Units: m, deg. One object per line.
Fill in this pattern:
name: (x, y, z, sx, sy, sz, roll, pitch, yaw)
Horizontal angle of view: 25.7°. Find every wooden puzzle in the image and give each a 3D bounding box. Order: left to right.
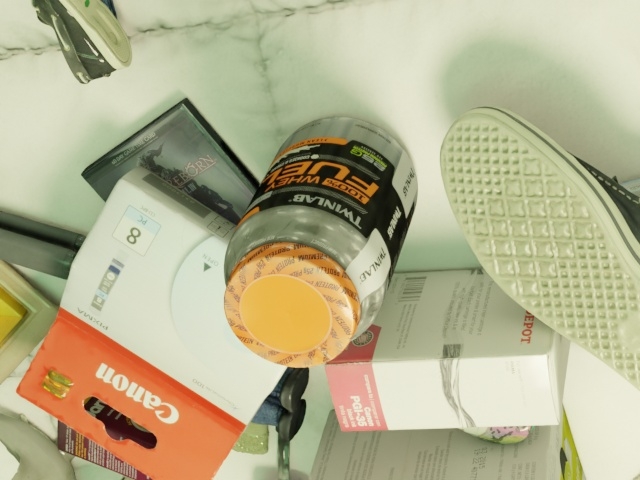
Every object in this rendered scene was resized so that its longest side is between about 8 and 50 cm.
wooden puzzle: (-0.521, 0.097, 2.046, 0.238, 0.044, 0.221, 39, 123, -11)

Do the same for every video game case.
video game case: (-0.162, -0.036, 1.876, 0.196, 0.026, 0.274, -31, 110, 29)

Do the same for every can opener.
can opener: (-0.355, 0.033, 1.941, 0.280, 0.074, 0.093, 20, 125, 3)

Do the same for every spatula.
spatula: (-0.054, 0.302, 2.052, 0.084, 0.030, 0.296, -1, 119, -7)

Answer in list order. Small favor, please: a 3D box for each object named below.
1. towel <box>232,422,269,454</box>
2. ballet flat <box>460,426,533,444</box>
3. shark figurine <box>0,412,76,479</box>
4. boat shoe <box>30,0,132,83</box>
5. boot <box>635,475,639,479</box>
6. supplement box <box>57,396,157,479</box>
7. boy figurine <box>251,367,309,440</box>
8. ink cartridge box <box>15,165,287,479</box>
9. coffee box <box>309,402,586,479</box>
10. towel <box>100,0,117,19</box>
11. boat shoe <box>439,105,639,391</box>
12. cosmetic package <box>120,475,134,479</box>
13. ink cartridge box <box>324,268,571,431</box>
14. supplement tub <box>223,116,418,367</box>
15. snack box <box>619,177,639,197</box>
towel: (-0.145, 0.262, 2.058, 0.148, 0.027, 0.110, 11, 124, 9)
ballet flat: (0.180, 0.209, 1.837, 0.079, 0.221, 0.077, 8, 102, -37)
shark figurine: (-0.475, 0.325, 2.138, 0.278, 0.116, 0.166, 34, 123, -9)
boat shoe: (-0.319, -0.293, 1.684, 0.079, 0.084, 0.233, -19, 118, 25)
boot: (0.475, 0.362, 1.935, 0.086, 0.069, 0.190, 29, 133, -13)
supplement box: (-0.275, 0.277, 2.038, 0.188, 0.104, 0.081, 18, 124, 15)
boy figurine: (-0.159, 0.188, 1.967, 0.285, 0.092, 0.177, 13, 114, 14)
ink cartridge box: (-0.210, 0.142, 1.856, 0.308, 0.091, 0.385, 32, 107, 1)
coffee box: (0.186, 0.435, 1.888, 0.338, 0.338, 0.334, -10, 118, 19)
towel: (-0.285, -0.273, 1.756, 0.067, 0.029, 0.119, -2, 122, 16)
boat shoe: (0.345, 0.026, 1.657, 0.500, 0.156, 0.187, 41, 129, 1)
cosmetic package: (-0.248, 0.514, 2.166, 0.113, 0.160, 0.309, 2, 123, 13)
ink cartridge box: (0.169, 0.136, 1.781, 0.283, 0.207, 0.117, -3, 120, 17)
supplement tub: (0.000, 0.000, 1.677, 0.193, 0.316, 0.194, 7, 123, 10)
snack box: (0.379, -0.021, 1.728, 0.141, 0.037, 0.100, -16, 115, 24)
